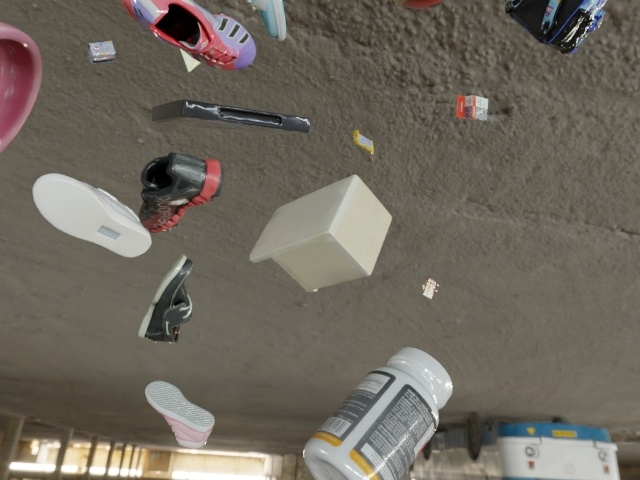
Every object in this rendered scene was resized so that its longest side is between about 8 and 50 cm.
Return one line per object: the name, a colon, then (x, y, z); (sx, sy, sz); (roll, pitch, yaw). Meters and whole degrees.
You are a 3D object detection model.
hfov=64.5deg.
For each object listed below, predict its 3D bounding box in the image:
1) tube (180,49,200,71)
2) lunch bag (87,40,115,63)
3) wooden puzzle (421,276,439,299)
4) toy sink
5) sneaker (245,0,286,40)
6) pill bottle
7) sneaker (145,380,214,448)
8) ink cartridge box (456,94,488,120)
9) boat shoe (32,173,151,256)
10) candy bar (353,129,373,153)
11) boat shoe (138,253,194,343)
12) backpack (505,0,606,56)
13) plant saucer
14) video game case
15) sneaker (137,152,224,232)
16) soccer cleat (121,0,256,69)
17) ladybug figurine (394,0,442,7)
tube: (-0.336, -0.593, 1.532); (0.070, 0.240, 0.062); (43, 137, -2)
lunch bag: (-0.677, -0.578, 1.571); (0.071, 0.053, 0.083); (-19, -171, -28)
wooden puzzle: (0.279, 0.122, 1.297); (0.006, 0.050, 0.083); (13, 169, 40)
toy sink: (0.000, 0.000, 0.989); (0.234, 0.153, 0.131); (-19, 124, 42)
sneaker: (-0.221, -0.700, 1.410); (0.208, 0.127, 0.319); (-17, 117, 0)
pill bottle: (0.113, 0.332, 0.919); (0.162, 0.278, 0.162); (30, 141, 29)
sneaker: (-0.236, 0.291, 0.831); (0.134, 0.051, 0.070); (27, 119, 18)
ink cartridge box: (0.426, -0.372, 1.425); (0.115, 0.063, 0.029); (-2, -175, -41)
boat shoe: (-0.299, -0.041, 0.674); (0.066, 0.063, 0.184); (-43, 145, 8)
candy bar: (0.121, -0.274, 1.417); (0.018, 0.040, 0.161); (-3, 178, 21)
boat shoe: (-0.262, 0.110, 0.914); (0.079, 0.084, 0.233); (26, 131, -9)
backpack: (0.455, -0.454, 0.929); (0.116, 0.158, 0.173); (8, 132, -31)
plant saucer: (-0.623, -0.235, 0.863); (0.084, 0.332, 0.332); (34, 149, -8)
video game case: (-0.191, -0.246, 1.037); (0.248, 0.035, 0.274); (1, -170, -29)
sneaker: (-0.317, -0.098, 1.028); (0.135, 0.098, 0.276); (18, 148, -40)
soccer cleat: (-0.164, -0.282, 0.702); (0.083, 0.095, 0.248); (-42, 158, 17)
ladybug figurine: (0.351, -0.820, 1.523); (0.162, 0.449, 0.305); (41, 111, -11)
